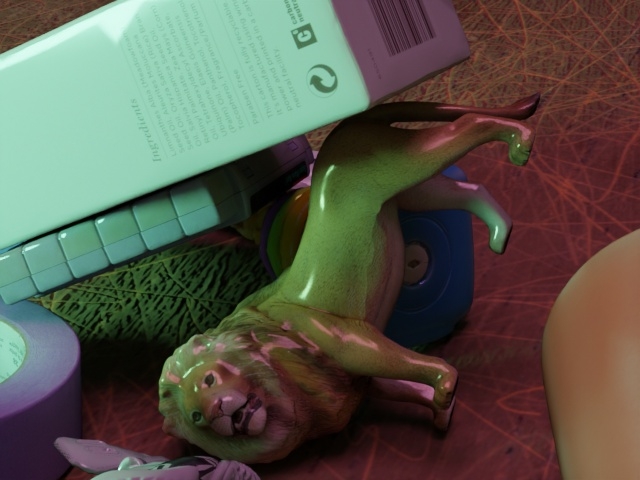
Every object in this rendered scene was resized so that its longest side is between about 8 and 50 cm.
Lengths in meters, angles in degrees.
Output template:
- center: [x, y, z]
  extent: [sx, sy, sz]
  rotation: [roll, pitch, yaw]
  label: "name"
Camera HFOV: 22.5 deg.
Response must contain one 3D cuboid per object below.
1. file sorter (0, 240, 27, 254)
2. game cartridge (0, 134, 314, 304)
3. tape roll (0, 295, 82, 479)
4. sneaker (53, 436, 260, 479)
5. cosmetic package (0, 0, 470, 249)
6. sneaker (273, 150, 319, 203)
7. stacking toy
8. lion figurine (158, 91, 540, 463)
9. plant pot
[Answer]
- center: [-0.341, -0.009, 1.673]
  extent: [0.170, 0.104, 0.118]
  rotation: [-26, 34, -37]
  label: "file sorter"
- center: [-0.144, -0.030, 1.544]
  extent: [0.230, 0.068, 0.355]
  rotation: [-16, 8, 16]
  label: "game cartridge"
- center: [-0.342, 0.135, 1.372]
  extent: [0.275, 0.090, 0.275]
  rotation: [1, 22, -1]
  label: "tape roll"
- center: [-0.123, 0.204, 1.052]
  extent: [0.210, 0.137, 0.366]
  rotation: [7, -10, 24]
  label: "sneaker"
- center: [-0.125, -0.140, 1.418]
  extent: [0.453, 0.161, 0.230]
  rotation: [-19, 7, 29]
  label: "cosmetic package"
- center: [-0.083, -0.054, 1.763]
  extent: [0.235, 0.090, 0.095]
  rotation: [1, 36, 12]
  label: "sneaker"
- center: [0.000, 0.000, 1.593]
  extent: [0.175, 0.165, 0.302]
  rotation: [-12, 16, -34]
  label: "stacking toy"
- center: [0.027, 0.019, 1.380]
  extent: [0.240, 0.392, 0.142]
  rotation: [18, -14, 10]
  label: "lion figurine"
- center: [0.286, 0.154, 1.130]
  extent: [0.275, 0.275, 0.243]
  rotation: [2, 37, 10]
  label: "plant pot"
